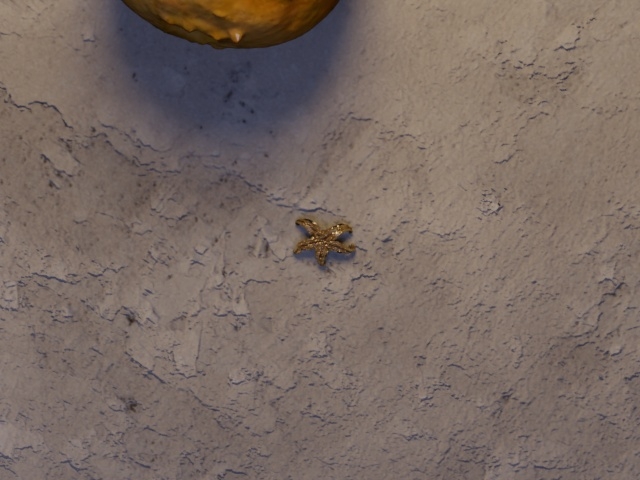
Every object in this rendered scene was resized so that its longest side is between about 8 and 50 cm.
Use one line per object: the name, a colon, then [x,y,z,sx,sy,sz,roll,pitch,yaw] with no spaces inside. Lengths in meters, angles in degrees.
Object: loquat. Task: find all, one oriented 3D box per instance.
loquat: [-0.105,-0.376,1.805,0.328,0.328,0.329,2,114,4]

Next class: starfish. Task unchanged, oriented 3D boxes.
starfish: [0.000,0.000,2.123,0.091,0.028,0.078,-21,113,19]
